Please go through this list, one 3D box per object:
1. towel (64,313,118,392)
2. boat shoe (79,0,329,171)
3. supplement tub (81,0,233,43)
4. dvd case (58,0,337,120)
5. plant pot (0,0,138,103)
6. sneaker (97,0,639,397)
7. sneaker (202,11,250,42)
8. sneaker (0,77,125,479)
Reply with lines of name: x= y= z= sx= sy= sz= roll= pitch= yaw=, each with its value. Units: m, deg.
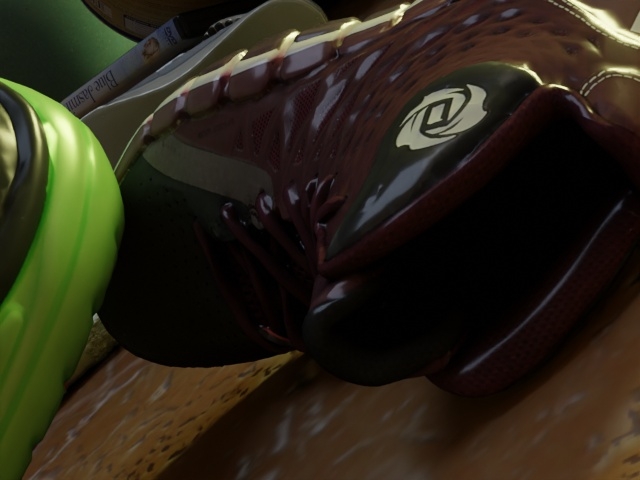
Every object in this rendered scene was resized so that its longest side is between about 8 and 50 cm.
towel: x=-0.154 y=0.066 z=0.948 sx=0.110 sy=0.027 sz=0.148 roll=-45 pitch=13 yaw=-15
boat shoe: x=-0.087 y=-0.083 z=1.178 sx=0.227 sy=0.079 sz=0.081 roll=-35 pitch=4 yaw=5
supplement tub: x=-0.103 y=-0.287 z=1.372 sx=0.228 sy=0.228 sz=0.316 roll=-43 pitch=-1 yaw=-8
dvd case: x=-0.121 y=-0.136 z=1.418 sx=0.180 sy=0.022 sz=0.253 roll=-21 pitch=-5 yaw=-46
plant pot: x=-0.269 y=-0.172 z=1.685 sx=0.290 sy=0.195 sz=0.290 roll=-32 pitch=10 yaw=6
sneaker: x=0.000 y=0.000 z=0.550 sx=0.281 sy=0.106 sz=0.162 roll=-31 pitch=19 yaw=36
sneaker: x=-0.052 y=-0.142 z=1.282 sx=0.073 sy=0.063 sz=0.162 roll=-44 pitch=13 yaw=-29
sneaker: x=-0.214 y=0.105 z=0.487 sx=0.185 sy=0.202 sz=0.483 roll=-40 pitch=24 yaw=37
